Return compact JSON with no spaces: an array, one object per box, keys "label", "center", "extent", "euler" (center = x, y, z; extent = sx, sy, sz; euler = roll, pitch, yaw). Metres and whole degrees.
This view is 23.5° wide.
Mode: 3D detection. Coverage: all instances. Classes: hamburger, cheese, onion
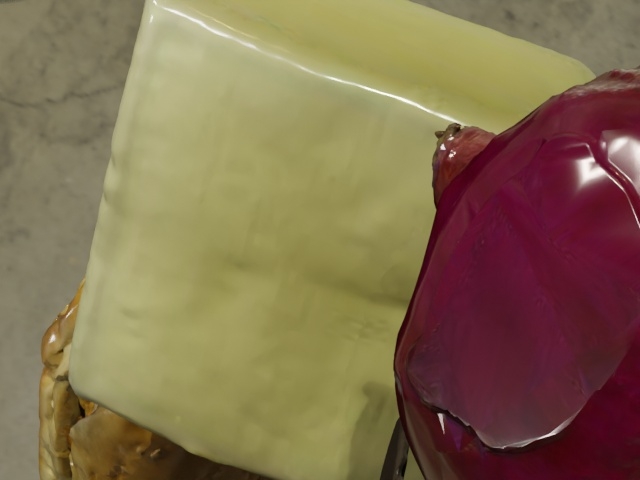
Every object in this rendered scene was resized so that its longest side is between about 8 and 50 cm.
[{"label":"hamburger","center":[-0.061,0.109,1.148],"extent":[0.174,0.284,0.304],"euler":[43,143,33]},{"label":"cheese","center":[0.000,0.000,0.857],"extent":[0.243,0.124,0.265],"euler":[18,123,1]},{"label":"onion","center":[0.095,0.008,0.542],"extent":[0.195,0.140,0.218],"euler":[-52,48,11]}]

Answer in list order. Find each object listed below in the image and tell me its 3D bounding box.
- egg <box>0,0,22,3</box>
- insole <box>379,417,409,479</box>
[{"label":"egg","center":[-0.231,-0.312,1.230],"extent":[0.371,0.230,0.230],"euler":[-14,66,-10]},{"label":"insole","center":[0.008,0.179,0.508],"extent":[0.007,0.328,0.111],"euler":[14,126,-1]}]
